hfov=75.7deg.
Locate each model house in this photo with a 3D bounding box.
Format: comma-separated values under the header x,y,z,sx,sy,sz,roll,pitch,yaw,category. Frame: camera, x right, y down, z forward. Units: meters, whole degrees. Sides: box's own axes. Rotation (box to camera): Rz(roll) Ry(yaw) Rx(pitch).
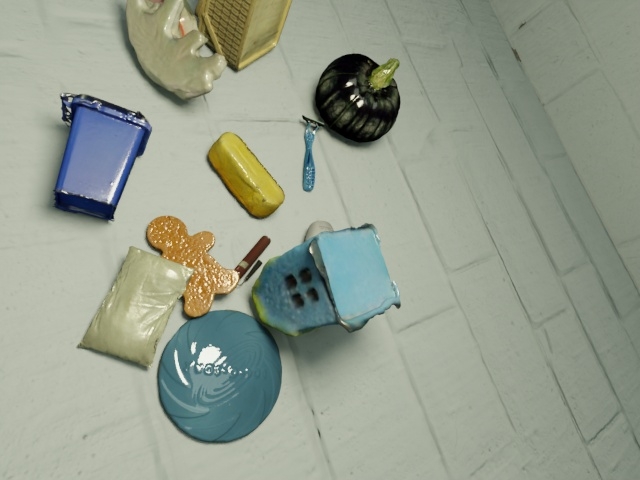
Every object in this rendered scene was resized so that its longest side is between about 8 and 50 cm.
x,y,z,sx,sy,sz,roll,pitch,yaw,category
-0.006,0.105,0.985,0.237,0.303,0.215,-13,84,-46,model house

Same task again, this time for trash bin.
x,y,z,sx,sy,sz,roll,pitch,yaw,category
-0.488,-0.178,0.891,0.184,0.163,0.234,16,68,-25,trash bin

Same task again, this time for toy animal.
x,y,z,sx,sy,sz,roll,pitch,yaw,category
-0.353,-0.505,1.098,0.308,0.188,0.265,15,94,13,toy animal

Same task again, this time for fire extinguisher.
x,y,z,sx,sy,sz,roll,pitch,yaw,category
-0.179,0.058,1.058,0.173,0.035,0.048,-54,140,-36,fire extinguisher

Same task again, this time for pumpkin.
x,y,z,sx,sy,sz,roll,pitch,yaw,category
0.140,-0.474,1.336,0.296,0.296,0.295,13,63,-27,pumpkin

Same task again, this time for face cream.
x,y,z,sx,sy,sz,roll,pitch,yaw,category
0.000,0.000,1.156,0.091,0.091,0.094,19,52,-25,face cream

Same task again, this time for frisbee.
x,y,z,sx,sy,sz,roll,pitch,yaw,category
-0.210,0.293,0.921,0.290,0.049,0.289,13,63,-27,frisbee

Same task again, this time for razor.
x,y,z,sx,sy,sz,roll,pitch,yaw,category
-0.031,-0.269,1.283,0.082,0.042,0.252,13,65,-27,razor

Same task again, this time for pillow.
x,y,z,sx,sy,sz,roll,pitch,yaw,category
-0.378,0.137,0.867,0.149,0.050,0.229,24,68,-10,pillow

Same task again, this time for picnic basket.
x,y,z,sx,sy,sz,roll,pitch,yaw,category
-0.216,-0.689,1.189,0.175,0.313,0.228,39,55,-1,picnic basket

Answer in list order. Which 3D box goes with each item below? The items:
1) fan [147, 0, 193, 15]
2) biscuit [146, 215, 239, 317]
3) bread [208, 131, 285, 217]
x,y,z,sx,sy,sz,roll,pitch,yaw,category
-0.519,-0.748,1.206,0.310,0.010,0.182,43,54,-10,fan
-0.310,0.047,0.964,0.165,0.036,0.250,-39,86,-23,biscuit
-0.199,-0.175,1.109,0.245,0.094,0.102,51,44,-4,bread
